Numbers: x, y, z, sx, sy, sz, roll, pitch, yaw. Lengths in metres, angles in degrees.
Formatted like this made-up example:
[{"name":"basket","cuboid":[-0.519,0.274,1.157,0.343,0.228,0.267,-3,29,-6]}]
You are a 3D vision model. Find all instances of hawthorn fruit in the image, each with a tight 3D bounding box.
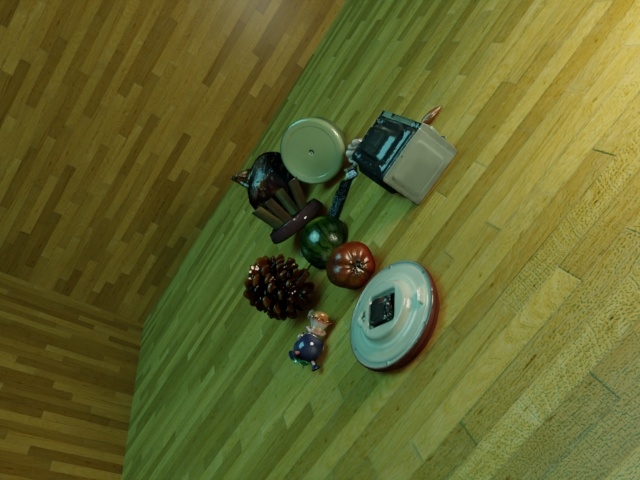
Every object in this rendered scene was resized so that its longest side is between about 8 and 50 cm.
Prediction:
[{"name":"hawthorn fruit","cuboid":[0.085,0.080,1.437,0.162,0.163,0.203,-65,12,-8]}]

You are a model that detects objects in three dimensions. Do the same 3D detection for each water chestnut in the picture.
[{"name":"water chestnut","cuboid":[-0.269,-0.281,2.202,0.335,0.347,0.334,5,-90,-83]}]

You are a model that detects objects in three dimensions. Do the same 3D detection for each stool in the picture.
[{"name":"stool","cuboid":[-0.143,-0.129,1.904,0.272,0.178,0.272,-39,9,8]}]

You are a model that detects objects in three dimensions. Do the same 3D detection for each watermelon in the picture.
[{"name":"watermelon","cuboid":[-0.003,-0.003,1.687,0.204,0.127,0.232,-46,35,21]}]

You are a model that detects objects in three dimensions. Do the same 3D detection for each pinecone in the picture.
[{"name":"pinecone","cuboid":[-0.142,0.181,1.629,0.264,0.264,0.264,-42,32,34]}]

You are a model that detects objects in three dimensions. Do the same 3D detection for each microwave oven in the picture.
[{"name":"microwave oven","cuboid":[0.253,-0.283,1.444,0.237,0.181,0.295,-55,27,11]}]

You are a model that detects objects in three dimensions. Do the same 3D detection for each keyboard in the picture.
[{"name":"keyboard","cuboid":[0.070,-0.152,1.817,0.072,0.023,0.231,-7,58,56]}]

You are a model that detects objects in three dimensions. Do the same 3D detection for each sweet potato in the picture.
[{"name":"sweet potato","cuboid":[0.382,-0.430,1.528,0.095,0.034,0.034,-41,31,15]}]

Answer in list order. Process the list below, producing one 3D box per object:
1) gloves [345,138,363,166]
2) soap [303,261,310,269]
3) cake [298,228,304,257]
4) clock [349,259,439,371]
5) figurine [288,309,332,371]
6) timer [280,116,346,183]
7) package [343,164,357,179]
[{"name":"gloves","cuboid":[0.187,-0.364,1.739,0.229,0.097,0.119,-18,44,48]},{"name":"soap","cuboid":[-0.057,0.109,1.796,0.089,0.012,0.034,-56,27,10]},{"name":"cake","cuboid":[-0.061,0.013,1.884,0.052,0.065,0.121,-4,84,60]},{"name":"clock","cuboid":[0.186,0.198,1.204,0.318,0.080,0.318,-41,33,34]},{"name":"figurine","cuboid":[-0.034,0.318,1.441,0.102,0.112,0.194,133,158,-71]},{"name":"timer","cuboid":[0.002,-0.442,2.015,0.291,0.291,0.315,-44,7,31]},{"name":"package","cuboid":[0.125,-0.287,1.841,0.059,0.029,0.083,-24,40,16]}]
